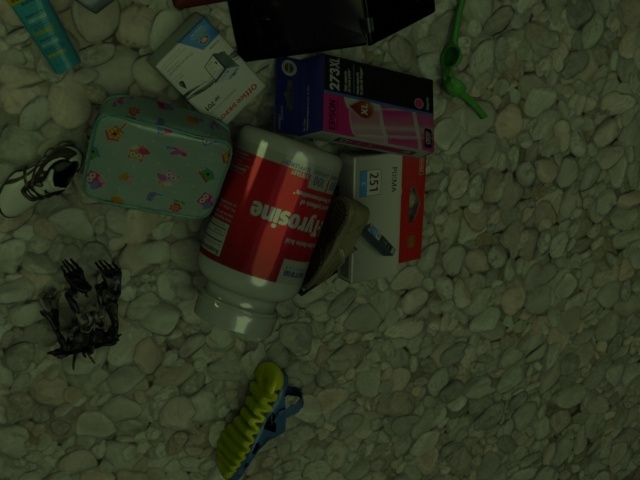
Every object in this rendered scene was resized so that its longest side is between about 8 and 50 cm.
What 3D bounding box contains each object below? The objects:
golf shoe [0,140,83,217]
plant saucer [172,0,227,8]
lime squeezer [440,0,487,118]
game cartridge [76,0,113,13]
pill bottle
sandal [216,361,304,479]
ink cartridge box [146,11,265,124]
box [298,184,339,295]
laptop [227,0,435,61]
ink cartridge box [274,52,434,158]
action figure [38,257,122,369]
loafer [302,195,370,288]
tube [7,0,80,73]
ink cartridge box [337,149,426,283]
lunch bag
[{"bbox_3d":[-0.542,-0.111,1.564,0.198,0.094,0.077,-43,124,-1],"label":"golf shoe"},{"bbox_3d":[-0.176,-0.577,1.513,0.259,0.047,0.259,-10,116,-1],"label":"plant saucer"},{"bbox_3d":[0.325,-0.402,1.866,0.110,0.059,0.310,-24,119,-14],"label":"lime squeezer"},{"bbox_3d":[-0.437,-0.565,1.439,0.198,0.062,0.297,-42,123,-8],"label":"game cartridge"},{"bbox_3d":[-0.121,-0.017,1.696,0.229,0.229,0.407,15,97,-30],"label":"pill bottle"},{"bbox_3d":[-0.142,0.456,1.987,0.138,0.126,0.317,25,101,-36],"label":"sandal"},{"bbox_3d":[-0.226,-0.335,1.622,0.139,0.082,0.191,-46,122,-1],"label":"ink cartridge box"},{"bbox_3d":[0.000,0.000,1.891,0.220,0.051,0.175,-34,122,-9],"label":"box"},{"bbox_3d":[0.019,-0.604,1.657,0.408,0.236,0.381,-36,128,-41],"label":"laptop"},{"bbox_3d":[0.079,-0.293,1.752,0.371,0.069,0.175,6,77,-25],"label":"ink cartridge box"},{"bbox_3d":[-0.486,0.145,1.681,0.164,0.141,0.275,-7,141,-31],"label":"action figure"},{"bbox_3d":[0.029,0.012,1.780,0.092,0.102,0.268,2,140,-33],"label":"loafer"},{"bbox_3d":[-0.512,-0.406,1.476,0.080,0.052,0.207,-26,118,0],"label":"tube"},{"bbox_3d":[0.162,-0.066,1.888,0.261,0.066,0.296,-11,110,-32],"label":"ink cartridge box"},{"bbox_3d":[-0.327,-0.157,1.604,0.279,0.108,0.224,12,126,-17],"label":"lunch bag"}]
